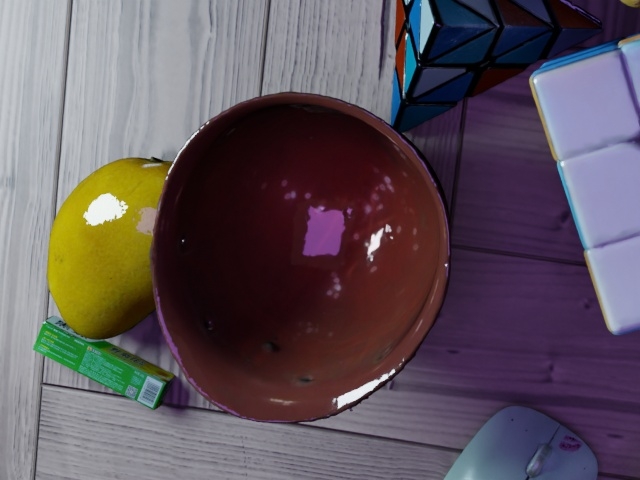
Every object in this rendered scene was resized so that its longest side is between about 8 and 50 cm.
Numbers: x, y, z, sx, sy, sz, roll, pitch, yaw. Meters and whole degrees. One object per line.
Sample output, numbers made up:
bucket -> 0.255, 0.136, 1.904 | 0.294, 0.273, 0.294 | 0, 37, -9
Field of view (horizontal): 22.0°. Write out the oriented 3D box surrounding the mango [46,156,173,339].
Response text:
mango -> -0.239, 0.002, 1.991 | 0.254, 0.139, 0.175 | -38, 82, 21

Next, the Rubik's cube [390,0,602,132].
Rubik's cube -> 0.125, -0.282, 1.916 | 0.250, 0.284, 0.234 | -42, 65, 47

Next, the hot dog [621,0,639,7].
hot dog -> 0.330, -0.349, 1.712 | 0.076, 0.102, 0.249 | -11, 97, 54

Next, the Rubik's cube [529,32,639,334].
Rubik's cube -> 0.409, -0.095, 1.758 | 0.290, 0.292, 0.291 | -17, 95, 13

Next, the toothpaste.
toothpaste -> -0.272, 0.153, 2.071 | 0.178, 0.037, 0.043 | 26, 106, 8

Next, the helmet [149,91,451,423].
helmet -> 0.000, 0.000, 1.892 | 0.337, 0.230, 0.385 | 24, 111, 10

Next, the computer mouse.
computer mouse -> 0.206, 0.341, 1.966 | 0.159, 0.097, 0.288 | 34, 104, 8
